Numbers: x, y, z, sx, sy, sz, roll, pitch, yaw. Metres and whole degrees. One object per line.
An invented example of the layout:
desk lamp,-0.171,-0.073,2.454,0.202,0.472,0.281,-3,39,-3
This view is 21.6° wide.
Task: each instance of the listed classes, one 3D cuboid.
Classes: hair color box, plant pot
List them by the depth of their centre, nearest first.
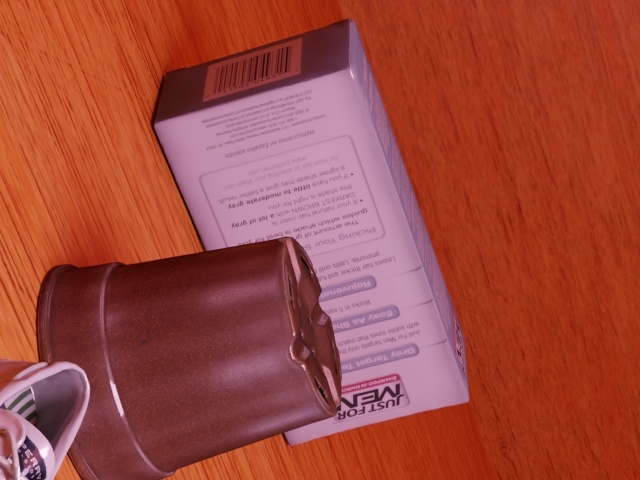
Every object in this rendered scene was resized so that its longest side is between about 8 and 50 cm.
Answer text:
plant pot,-0.081,0.076,1.133,0.167,0.165,0.167,-16,90,-79
hair color box,0.000,0.000,1.576,0.113,0.185,0.374,-87,160,-59

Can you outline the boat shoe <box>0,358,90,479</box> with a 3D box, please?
boat shoe,-0.174,0.113,0.854,0.226,0.076,0.083,-80,152,-65
